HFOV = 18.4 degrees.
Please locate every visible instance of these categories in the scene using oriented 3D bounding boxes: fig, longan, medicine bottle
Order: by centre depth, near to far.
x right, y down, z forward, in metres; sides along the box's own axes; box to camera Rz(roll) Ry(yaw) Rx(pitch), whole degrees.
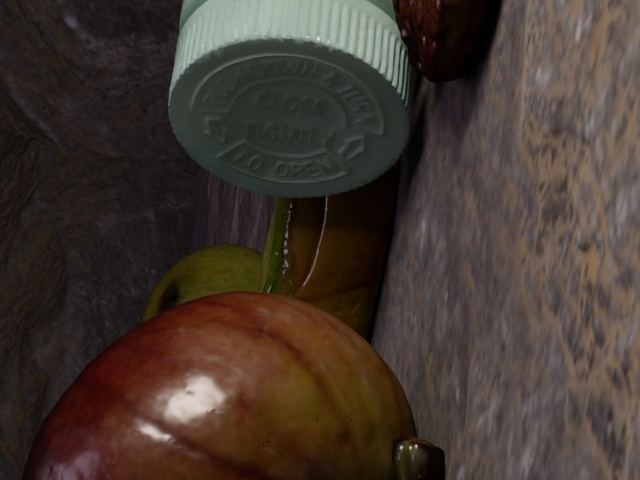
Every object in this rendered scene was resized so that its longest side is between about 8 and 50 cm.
[{"bbox_3d":[-0.047,0.147,1.067,0.214,0.235,0.235,48,143,30],"label":"fig"},{"bbox_3d":[-0.008,-0.197,1.325,0.158,0.158,0.318,107,170,-52],"label":"medicine bottle"},{"bbox_3d":[-0.077,0.085,1.719,0.176,0.145,0.154,30,-91,-55],"label":"longan"}]

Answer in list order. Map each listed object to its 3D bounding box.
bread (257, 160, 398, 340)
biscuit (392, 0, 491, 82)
[{"bbox_3d":[0.000,0.000,1.421,0.236,0.070,0.236,-171,90,-84],"label":"bread"},{"bbox_3d":[0.072,-0.181,1.121,0.192,0.049,0.192,-174,90,-88],"label":"biscuit"}]
